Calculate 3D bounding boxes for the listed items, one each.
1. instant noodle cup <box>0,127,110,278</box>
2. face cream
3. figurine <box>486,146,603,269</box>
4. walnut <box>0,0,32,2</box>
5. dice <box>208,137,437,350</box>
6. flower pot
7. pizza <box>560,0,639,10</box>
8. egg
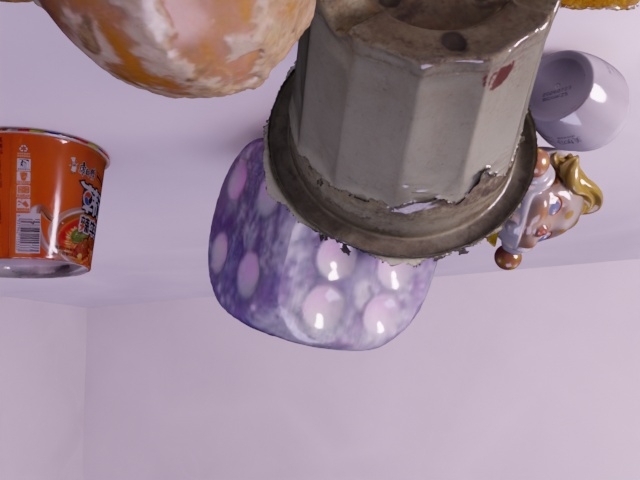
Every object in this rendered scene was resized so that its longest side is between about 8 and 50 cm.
[{"bbox_3d":[-0.469,-0.047,1.086,0.251,0.192,0.250,-3,168,-1],"label":"instant noodle cup"},{"bbox_3d":[0.314,-0.171,0.835,0.117,0.117,0.104,-13,157,41],"label":"face cream"},{"bbox_3d":[0.230,-0.038,0.912,0.275,0.133,0.193,-26,135,5],"label":"figurine"},{"bbox_3d":[-0.221,-0.232,0.496,0.125,0.105,0.105,-17,164,15],"label":"walnut"},{"bbox_3d":[0.000,0.000,1.041,0.270,0.270,0.271,10,-171,-31],"label":"dice"},{"bbox_3d":[0.082,-0.147,0.598,0.291,0.290,0.259,-2,158,-2],"label":"flower pot"},{"bbox_3d":[0.244,-0.252,0.616,0.178,0.041,0.131,9,161,-44],"label":"pizza"},{"bbox_3d":[-0.096,-0.200,0.420,0.195,0.194,0.233,-11,133,36],"label":"egg"}]
